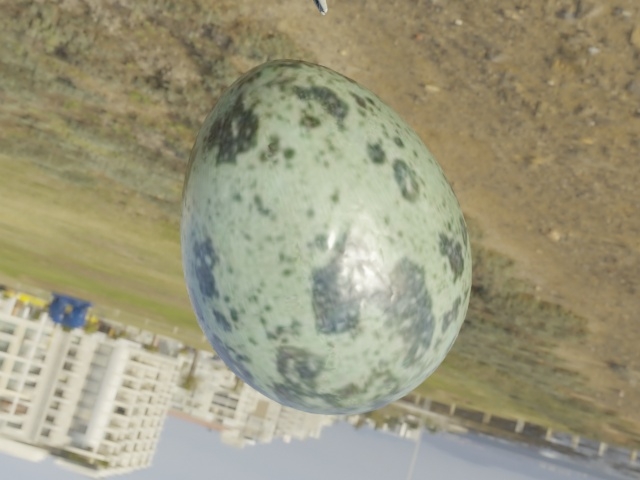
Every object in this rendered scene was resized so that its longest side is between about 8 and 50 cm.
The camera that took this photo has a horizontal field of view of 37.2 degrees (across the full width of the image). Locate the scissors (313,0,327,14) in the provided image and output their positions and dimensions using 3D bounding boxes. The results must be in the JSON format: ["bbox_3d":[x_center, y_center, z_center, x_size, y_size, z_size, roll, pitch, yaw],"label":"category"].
[{"bbox_3d":[-0.017,-0.259,0.852,0.058,0.119,0.014,-23,179,5],"label":"scissors"}]

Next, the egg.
[{"bbox_3d":[0.000,0.000,0.439,0.132,0.132,0.172,7,125,45],"label":"egg"}]
